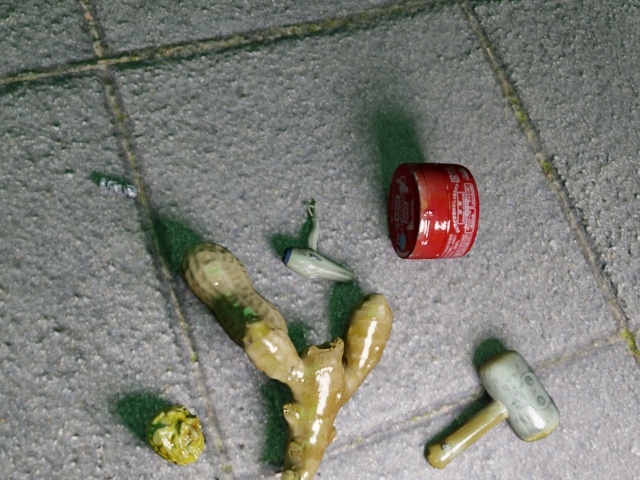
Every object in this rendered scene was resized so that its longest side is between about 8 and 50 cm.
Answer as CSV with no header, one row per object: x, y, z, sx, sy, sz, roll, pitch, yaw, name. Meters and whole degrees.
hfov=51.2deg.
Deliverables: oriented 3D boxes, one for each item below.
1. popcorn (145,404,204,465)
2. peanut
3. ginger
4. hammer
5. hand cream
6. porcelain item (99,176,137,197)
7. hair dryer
-0.276,0.373,1.293,0.120,0.116,0.106,36,49,2,popcorn
-0.174,0.127,1.401,0.298,0.120,0.136,50,26,3,peanut
0.013,0.299,1.379,0.362,0.122,0.349,-10,99,-42,ginger
0.354,0.388,1.446,0.305,0.113,0.202,-30,76,-12,hammer
0.252,-0.066,1.513,0.149,0.230,0.231,-1,71,-10,hand cream
-0.445,-0.116,1.476,0.083,0.036,0.028,17,99,-1,porcelain item
0.014,0.016,1.534,0.167,0.067,0.199,33,52,-9,hair dryer
